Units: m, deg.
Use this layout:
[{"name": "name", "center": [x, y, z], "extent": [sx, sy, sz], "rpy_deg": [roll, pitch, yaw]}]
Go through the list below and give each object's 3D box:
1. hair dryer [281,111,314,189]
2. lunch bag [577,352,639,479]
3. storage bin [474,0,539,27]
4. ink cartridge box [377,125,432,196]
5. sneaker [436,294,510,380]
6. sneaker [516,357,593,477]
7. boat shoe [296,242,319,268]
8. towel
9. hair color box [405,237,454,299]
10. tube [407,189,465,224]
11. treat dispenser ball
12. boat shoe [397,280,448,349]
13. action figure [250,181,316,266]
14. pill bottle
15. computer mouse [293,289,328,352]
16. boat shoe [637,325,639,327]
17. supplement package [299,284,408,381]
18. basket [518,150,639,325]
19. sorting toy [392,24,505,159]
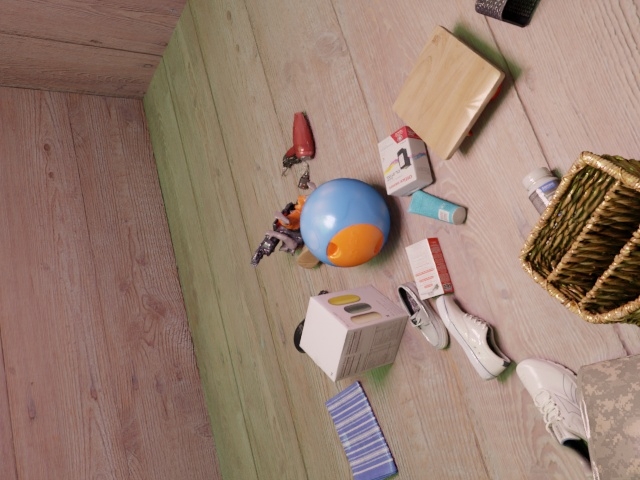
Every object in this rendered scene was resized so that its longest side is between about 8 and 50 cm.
[{"name": "hair dryer", "center": [-0.106, -0.366, 1.928], "extent": [0.223, 0.080, 0.294], "rpy_deg": [40, 125, 44]}, {"name": "lunch bag", "center": [0.652, 0.355, 0.932], "extent": [0.235, 0.169, 0.287], "rpy_deg": [-36, 41, 48]}, {"name": "storage bin", "center": [0.453, -0.601, 1.113], "extent": [0.084, 0.122, 0.180], "rpy_deg": [45, 129, 40]}, {"name": "ink cartridge box", "center": [0.253, -0.236, 1.457], "extent": [0.127, 0.072, 0.175], "rpy_deg": [-28, 66, 50]}, {"name": "sneaker", "center": [0.419, 0.247, 1.319], "extent": [0.091, 0.094, 0.258], "rpy_deg": [-44, 63, 25]}, {"name": "sneaker", "center": [0.559, 0.393, 1.101], "extent": [0.297, 0.129, 0.111], "rpy_deg": [52, 135, 37]}, {"name": "boat shoe", "center": [0.000, 0.000, 1.824], "extent": [0.285, 0.102, 0.092], "rpy_deg": [-51, 23, 43]}, {"name": "towel", "center": [0.140, 0.717, 1.781], "extent": [0.243, 0.040, 0.336], "rpy_deg": [-49, 56, 43]}, {"name": "hair color box", "center": [0.323, 0.085, 1.438], "extent": [0.093, 0.053, 0.167], "rpy_deg": [-29, 70, 50]}, {"name": "tube", "center": [0.330, -0.096, 1.412], "extent": [0.207, 0.052, 0.080], "rpy_deg": [30, 106, 54]}, {"name": "treat dispenser ball", "center": [0.078, -0.057, 1.549], "extent": [0.288, 0.288, 0.288], "rpy_deg": [10, 103, 52]}, {"name": "boat shoe", "center": [0.300, 0.230, 1.464], "extent": [0.079, 0.081, 0.227], "rpy_deg": [-52, 54, 43]}, {"name": "action figure", "center": [-0.118, -0.026, 1.852], "extent": [0.178, 0.341, 0.330], "rpy_deg": [28, 152, 7]}, {"name": "pill bottle", "center": [0.531, -0.097, 1.114], "extent": [0.078, 0.078, 0.137], "rpy_deg": [-50, 57, 44]}, {"name": "computer mouse", "center": [-0.006, 0.345, 1.909], "extent": [0.272, 0.072, 0.188], "rpy_deg": [-50, 53, 29]}, {"name": "boat shoe", "center": [0.699, 0.154, 0.953], "extent": [0.142, 0.040, 0.049], "rpy_deg": [-28, 72, 51]}, {"name": "supplement package", "center": [0.107, 0.294, 1.579], "extent": [0.199, 0.262, 0.198], "rpy_deg": [37, 123, 44]}, {"name": "basket", "center": [0.549, 0.017, 0.897], "extent": [0.213, 0.223, 0.299], "rpy_deg": [-93, 12, -46]}, {"name": "sorting toy", "center": [0.351, -0.394, 1.305], "extent": [0.255, 0.089, 0.257], "rpy_deg": [56, 135, 32]}]
